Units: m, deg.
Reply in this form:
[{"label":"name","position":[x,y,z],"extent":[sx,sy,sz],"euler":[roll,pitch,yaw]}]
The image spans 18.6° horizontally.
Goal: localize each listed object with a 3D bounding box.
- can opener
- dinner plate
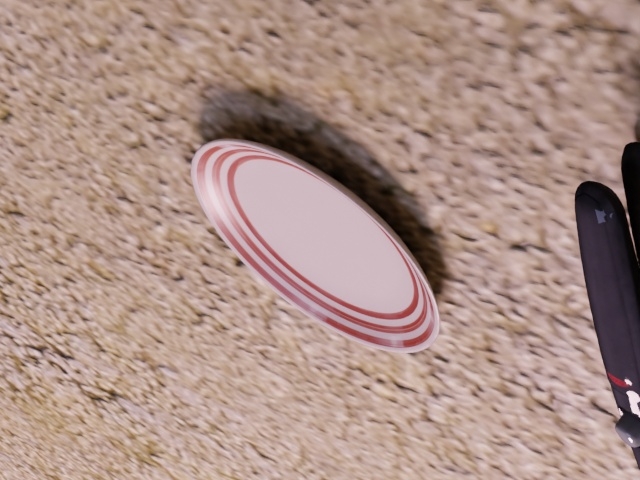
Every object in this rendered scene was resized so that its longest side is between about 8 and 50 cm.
[{"label":"can opener","position":[0.127,0.040,0.748],"extent":[0.073,0.059,0.186],"euler":[21,151,35]},{"label":"dinner plate","position":[0.000,0.000,0.908],"extent":[0.141,0.017,0.141],"euler":[32,154,17]}]
